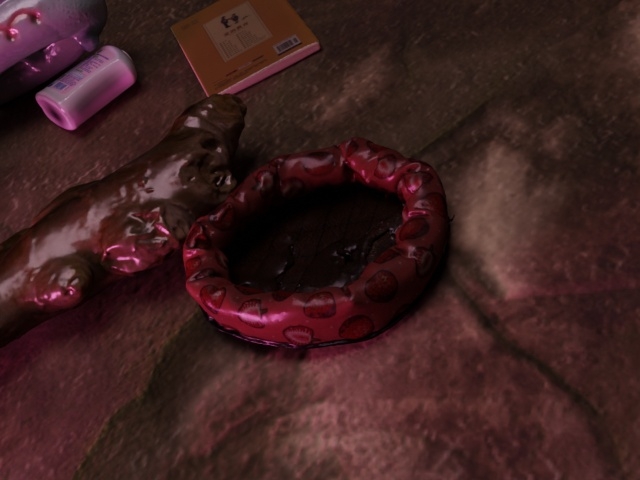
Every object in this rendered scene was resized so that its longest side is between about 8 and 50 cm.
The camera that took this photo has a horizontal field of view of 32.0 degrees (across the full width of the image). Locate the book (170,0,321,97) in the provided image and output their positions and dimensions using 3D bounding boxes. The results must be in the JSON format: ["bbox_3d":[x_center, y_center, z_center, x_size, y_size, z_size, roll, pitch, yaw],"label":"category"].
[{"bbox_3d":[-0.078,-0.202,1.108,0.118,0.012,0.172,-27,39,-2],"label":"book"}]

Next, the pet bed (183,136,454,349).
[{"bbox_3d":[0.000,0.000,0.809,0.201,0.053,0.201,-11,43,10],"label":"pet bed"}]

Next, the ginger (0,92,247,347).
[{"bbox_3d":[-0.180,-0.001,0.893,0.333,0.080,0.166,-40,25,-6],"label":"ginger"}]

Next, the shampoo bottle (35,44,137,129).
[{"bbox_3d":[-0.228,-0.156,1.112,0.099,0.043,0.072,-41,34,-19],"label":"shampoo bottle"}]

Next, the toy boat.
[{"bbox_3d":[-0.302,-0.187,1.136,0.207,0.134,0.079,-34,82,10],"label":"toy boat"}]
